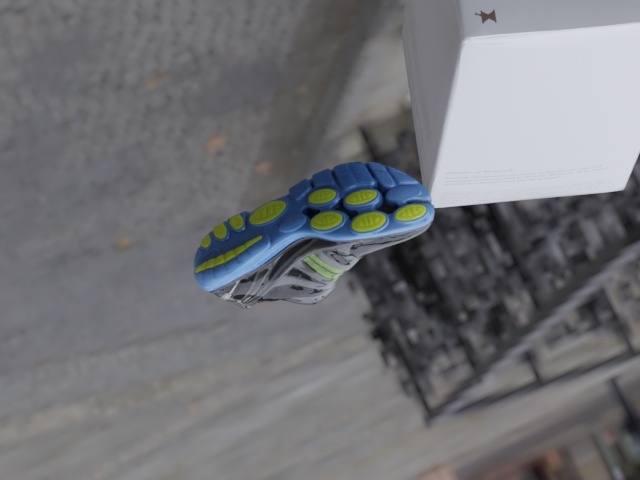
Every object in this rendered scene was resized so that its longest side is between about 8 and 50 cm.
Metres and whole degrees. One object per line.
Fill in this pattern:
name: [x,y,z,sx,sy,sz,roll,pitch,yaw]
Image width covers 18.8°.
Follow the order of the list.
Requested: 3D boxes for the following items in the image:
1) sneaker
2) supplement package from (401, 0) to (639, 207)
sneaker: [0.000,0.000,1.391,0.188,0.067,0.078,-22,140,24]
supplement package: [0.168,-0.168,1.519,0.175,0.178,0.293,-5,158,-4]
